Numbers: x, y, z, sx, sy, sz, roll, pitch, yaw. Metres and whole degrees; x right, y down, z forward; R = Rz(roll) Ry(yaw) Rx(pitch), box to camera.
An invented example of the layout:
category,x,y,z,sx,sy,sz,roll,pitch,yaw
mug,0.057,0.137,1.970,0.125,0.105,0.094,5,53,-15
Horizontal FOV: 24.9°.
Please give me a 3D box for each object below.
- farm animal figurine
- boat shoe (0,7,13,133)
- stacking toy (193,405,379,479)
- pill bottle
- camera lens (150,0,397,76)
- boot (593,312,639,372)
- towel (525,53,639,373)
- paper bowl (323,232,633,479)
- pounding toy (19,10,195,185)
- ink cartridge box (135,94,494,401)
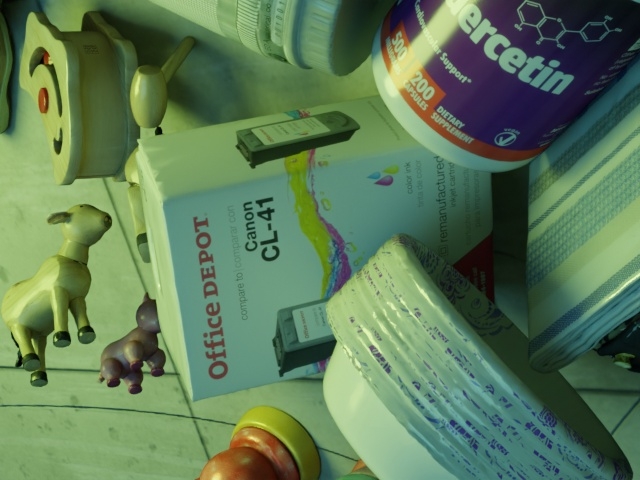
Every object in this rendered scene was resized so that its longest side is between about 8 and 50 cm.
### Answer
category,x,y,z,sx,sy,sz,roll,pitch,yaw
farm animal figurine,-0.167,0.005,1.530,0.327,0.330,0.172,107,153,-49
boat shoe,-0.411,-0.198,1.730,0.068,0.072,0.190,22,127,28
stacking toy,0.003,0.362,1.697,0.309,0.130,0.280,9,120,36
pill bottle,0.188,-0.210,1.162,0.181,0.181,0.323,47,135,6
camera lens,-0.061,-0.289,1.273,0.274,0.219,0.219,27,130,14
boot,0.341,0.127,1.204,0.284,0.138,0.377,29,132,-12
towel,0.236,-0.048,1.181,0.034,0.285,0.209,23,137,-19
paper bowl,0.116,0.141,1.222,0.284,0.284,0.148,46,98,7
pounding toy,-0.218,-0.148,1.557,0.269,0.154,0.154,-136,47,-55
ink cartridge box,0.000,0.000,1.352,0.131,0.306,0.226,-124,24,-57
